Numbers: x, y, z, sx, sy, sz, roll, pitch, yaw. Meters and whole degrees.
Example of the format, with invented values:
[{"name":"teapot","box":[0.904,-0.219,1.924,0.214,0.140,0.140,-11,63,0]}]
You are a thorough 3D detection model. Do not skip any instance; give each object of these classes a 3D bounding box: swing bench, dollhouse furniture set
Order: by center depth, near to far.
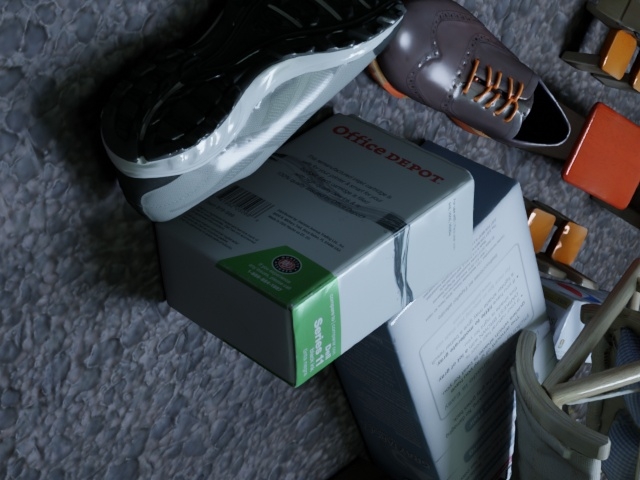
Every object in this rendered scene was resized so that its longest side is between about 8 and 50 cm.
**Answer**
[{"name":"swing bench","box":[0.274,0.197,1.464,0.254,0.165,0.253,-27,134,-32]},{"name":"dollhouse furniture set","box":[0.315,-0.072,1.542,0.259,0.135,0.262,17,99,-54]}]

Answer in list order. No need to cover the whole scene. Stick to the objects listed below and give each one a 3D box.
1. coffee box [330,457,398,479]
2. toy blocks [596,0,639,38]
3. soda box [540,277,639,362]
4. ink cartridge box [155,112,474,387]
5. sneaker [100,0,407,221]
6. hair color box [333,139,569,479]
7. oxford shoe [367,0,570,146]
[{"name":"coffee box","box":[0.028,0.388,1.509,0.168,0.119,0.297,-31,135,-34]},{"name":"toy blocks","box":[0.158,-0.321,1.029,0.288,0.309,0.260,15,107,-54]},{"name":"soda box","box":[0.285,0.090,1.667,0.216,0.074,0.069,10,105,-53]},{"name":"ink cartridge box","box":[0.000,0.000,1.185,0.208,0.153,0.087,-33,137,-32]},{"name":"sneaker","box":[-0.048,-0.113,1.114,0.271,0.100,0.108,-37,152,-26]},{"name":"hair color box","box":[0.120,0.107,1.441,0.185,0.113,0.374,-45,141,-22]},{"name":"oxford shoe","box":[0.132,-0.144,1.298,0.271,0.098,0.097,18,98,-54]}]
